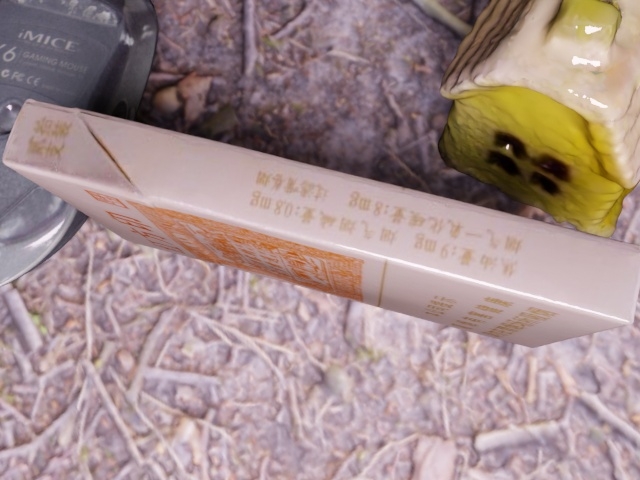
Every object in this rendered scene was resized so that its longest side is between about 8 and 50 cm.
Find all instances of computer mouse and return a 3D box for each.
[{"bbox_3d":[-0.226,-0.129,0.562,0.167,0.090,0.379,19,75,8],"label":"computer mouse"}]

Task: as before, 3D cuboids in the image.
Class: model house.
[{"bbox_3d":[0.199,-0.132,0.453,0.174,0.234,0.193,33,85,10],"label":"model house"}]

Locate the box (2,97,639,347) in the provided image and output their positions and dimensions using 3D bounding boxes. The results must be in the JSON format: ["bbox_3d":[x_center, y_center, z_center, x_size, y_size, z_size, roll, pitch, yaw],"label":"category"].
[{"bbox_3d":[-0.001,0.001,0.455,0.365,0.204,0.051,15,79,7],"label":"box"}]
